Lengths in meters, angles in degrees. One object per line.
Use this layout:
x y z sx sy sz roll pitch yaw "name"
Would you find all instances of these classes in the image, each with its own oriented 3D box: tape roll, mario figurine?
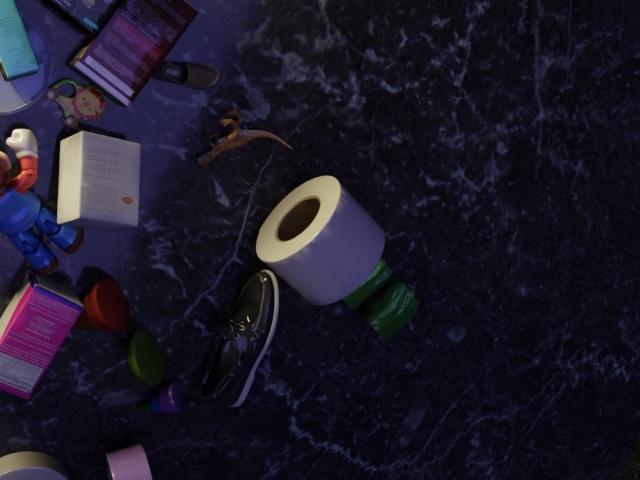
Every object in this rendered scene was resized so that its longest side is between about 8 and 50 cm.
-0.643 0.571 1.567 0.219 0.072 0.219 -8 108 -24 "tape roll"
0.000 0.000 1.624 0.246 0.246 0.169 -50 118 -6 "tape roll"
-0.606 -0.090 1.397 0.320 0.170 0.198 57 40 -37 "mario figurine"
-0.419 0.554 1.605 0.080 0.189 0.189 -11 109 -23 "tape roll"

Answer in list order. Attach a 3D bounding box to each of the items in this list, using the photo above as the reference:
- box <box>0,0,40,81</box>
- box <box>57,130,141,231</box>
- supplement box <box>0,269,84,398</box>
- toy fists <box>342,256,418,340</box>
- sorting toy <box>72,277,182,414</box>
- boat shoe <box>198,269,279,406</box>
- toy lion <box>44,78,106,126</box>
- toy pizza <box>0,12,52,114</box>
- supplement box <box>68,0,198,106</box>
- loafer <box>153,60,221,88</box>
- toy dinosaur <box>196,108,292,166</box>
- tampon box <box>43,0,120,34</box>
-0.571 -0.409 1.279 0.060 0.100 0.244 -23 107 -21 "box"
-0.433 -0.112 1.419 0.130 0.091 0.170 9 77 -45 "box"
-0.589 0.188 1.464 0.114 0.111 0.220 33 89 -30 "supplement box"
0.137 0.125 1.815 0.142 0.096 0.279 -44 120 2 "toy fists"
-0.437 0.253 1.582 0.126 0.127 0.365 -20 118 12 "sorting toy"
-0.197 0.224 1.658 0.113 0.127 0.340 10 109 -40 "boat shoe"
-0.479 -0.277 1.435 0.096 0.034 0.100 -40 117 -19 "toy lion"
-0.606 -0.335 1.351 0.201 0.032 0.201 -5 101 -25 "toy pizza"
-0.366 -0.396 1.424 0.130 0.073 0.239 39 83 -29 "supplement box"
-0.273 -0.342 1.504 0.148 0.050 0.056 -2 105 -26 "loafer"
-0.178 -0.229 1.588 0.211 0.064 0.112 -20 130 -10 "toy dinosaur"
-0.432 -0.486 1.356 0.120 0.101 0.161 38 85 -30 "tampon box"
